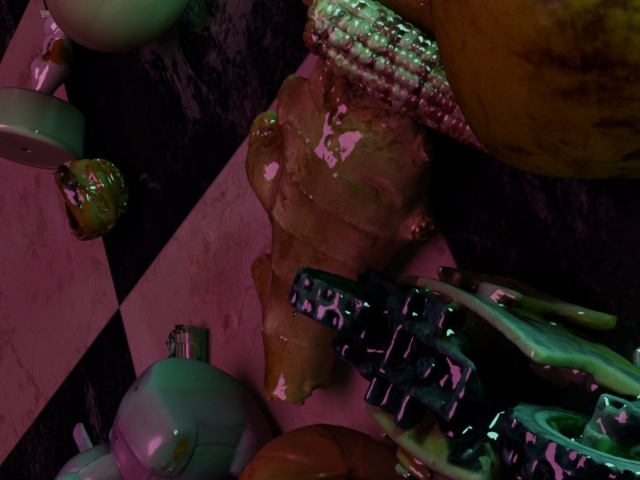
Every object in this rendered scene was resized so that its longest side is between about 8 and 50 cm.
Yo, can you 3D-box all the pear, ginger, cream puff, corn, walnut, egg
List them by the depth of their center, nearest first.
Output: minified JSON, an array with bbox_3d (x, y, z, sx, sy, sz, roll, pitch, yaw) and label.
[{"bbox_3d":[0.203,-0.172,0.765,0.283,0.283,0.284,-4,85,54],"label":"pear"},{"bbox_3d":[0.090,-0.146,1.001,0.237,0.079,0.079,31,121,6],"label":"corn"},{"bbox_3d":[-0.005,0.286,1.105,0.222,0.195,0.195,-47,52,45],"label":"walnut"},{"bbox_3d":[-0.020,-0.014,1.148,0.236,0.166,0.375,38,113,11],"label":"ginger"},{"bbox_3d":[-0.261,-0.355,1.489,0.253,0.188,0.189,-30,64,47],"label":"egg"},{"bbox_3d":[-0.335,-0.068,1.652,0.133,0.104,0.119,51,161,51],"label":"cream puff"}]

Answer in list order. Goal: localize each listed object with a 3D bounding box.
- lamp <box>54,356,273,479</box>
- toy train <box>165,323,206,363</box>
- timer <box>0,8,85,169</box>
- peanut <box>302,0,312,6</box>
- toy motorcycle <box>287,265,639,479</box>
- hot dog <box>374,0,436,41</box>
[{"bbox_3d":[-0.219,0.279,1.372,0.247,0.247,0.301,52,121,39],"label":"lamp"},{"bbox_3d":[-0.178,0.184,1.475,0.071,0.038,0.148,-6,85,55],"label":"toy train"},{"bbox_3d":[-0.437,-0.265,1.795,0.175,0.175,0.266,-11,63,54],"label":"timer"},{"bbox_3d":[0.005,-0.308,1.234,0.054,0.053,0.113,55,133,40],"label":"peanut"},{"bbox_3d":[0.146,0.113,0.864,0.410,0.237,0.169,30,98,54],"label":"toy motorcycle"},{"bbox_3d":[0.095,-0.277,1.043,0.272,0.122,0.196,19,101,46],"label":"hot dog"}]
